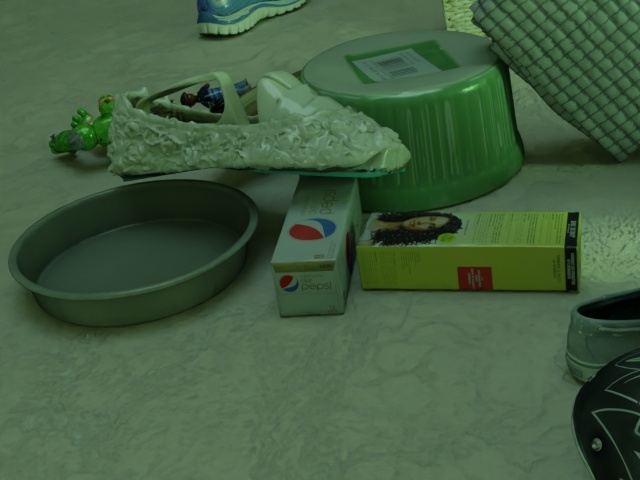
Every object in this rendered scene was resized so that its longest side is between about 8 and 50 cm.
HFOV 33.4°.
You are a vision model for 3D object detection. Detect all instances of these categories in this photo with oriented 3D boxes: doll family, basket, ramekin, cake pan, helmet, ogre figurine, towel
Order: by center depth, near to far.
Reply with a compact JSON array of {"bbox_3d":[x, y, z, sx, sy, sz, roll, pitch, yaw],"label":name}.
[{"bbox_3d":[0.260,0.152,0.737,0.170,0.161,0.169,-7,27,3],"label":"helmet"},{"bbox_3d":[-0.214,0.012,1.256,0.293,0.054,0.293,-7,27,4],"label":"cake pan"},{"bbox_3d":[0.353,-0.269,1.310,0.235,0.284,0.121,-42,17,29],"label":"towel"},{"bbox_3d":[0.112,-0.169,1.407,0.304,0.148,0.303,-7,27,3],"label":"ramekin"},{"bbox_3d":[-0.304,-0.168,1.592,0.197,0.096,0.118,2,7,-13],"label":"ogre figurine"},{"bbox_3d":[-0.143,-0.192,1.613,0.111,0.076,0.193,-19,24,-10],"label":"doll family"},{"bbox_3d":[0.294,-0.423,1.893,0.167,0.103,0.113,-4,28,7],"label":"basket"}]

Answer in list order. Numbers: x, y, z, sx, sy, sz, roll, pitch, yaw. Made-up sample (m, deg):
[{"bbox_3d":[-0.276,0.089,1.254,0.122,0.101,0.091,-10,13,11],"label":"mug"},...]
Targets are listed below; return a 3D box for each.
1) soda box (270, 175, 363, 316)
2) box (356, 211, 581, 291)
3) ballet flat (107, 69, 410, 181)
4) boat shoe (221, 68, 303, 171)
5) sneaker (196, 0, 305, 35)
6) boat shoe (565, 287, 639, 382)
[{"bbox_3d":[0.000,0.000,1.203,0.074,0.069,0.216,-3,28,10],"label":"soda box"},{"bbox_3d":[0.161,0.011,1.149,0.232,0.058,0.087,0,29,15],"label":"box"},{"bbox_3d":[-0.095,-0.138,1.279,0.409,0.147,0.147,1,29,27],"label":"ballet flat"},{"bbox_3d":[-0.057,-0.169,1.494,0.285,0.089,0.104,-34,-6,-43],"label":"boat shoe"},{"bbox_3d":[-0.132,-0.526,2.161,0.130,0.147,0.330,10,32,31],"label":"sneaker"},{"bbox_3d":[0.331,0.066,0.969,0.228,0.081,0.079,-14,28,-10],"label":"boat shoe"}]
